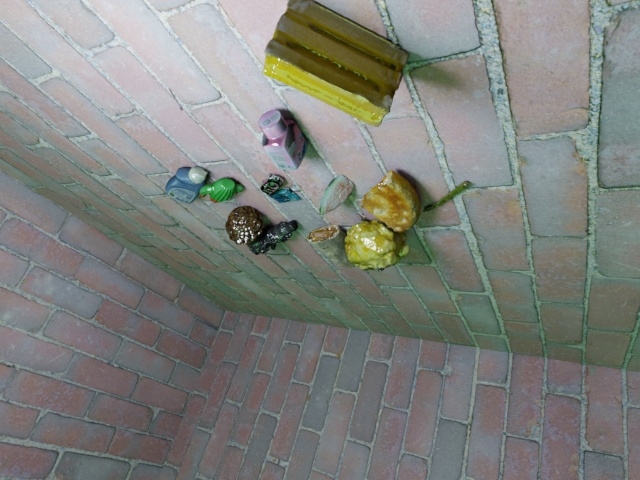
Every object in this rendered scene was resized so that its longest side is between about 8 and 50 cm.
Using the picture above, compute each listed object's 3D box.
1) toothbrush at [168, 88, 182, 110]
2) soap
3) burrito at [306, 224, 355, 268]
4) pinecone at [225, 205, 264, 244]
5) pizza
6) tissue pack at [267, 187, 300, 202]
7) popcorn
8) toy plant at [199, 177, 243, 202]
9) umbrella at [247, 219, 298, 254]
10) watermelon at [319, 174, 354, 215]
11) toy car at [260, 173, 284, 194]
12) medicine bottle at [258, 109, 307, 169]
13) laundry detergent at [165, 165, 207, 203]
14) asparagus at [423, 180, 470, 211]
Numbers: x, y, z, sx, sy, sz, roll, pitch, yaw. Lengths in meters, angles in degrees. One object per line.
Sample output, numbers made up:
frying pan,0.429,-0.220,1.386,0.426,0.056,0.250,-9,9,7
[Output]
toothbrush,-0.500,-0.484,1.451,0.006,0.008,0.097,-2,150,10
soap,0.038,-0.421,1.001,0.315,0.199,0.091,21,159,-9
burrito,0.074,0.027,1.962,0.143,0.105,0.299,-34,135,14
pinecone,-0.364,-0.067,2.011,0.179,0.184,0.204,37,163,1
pizza,0.255,-0.144,1.551,0.226,0.086,0.335,10,153,28
tissue pack,-0.162,-0.189,1.810,0.138,0.027,0.085,-2,149,43
popcorn,0.230,0.025,1.761,0.252,0.215,0.286,23,169,-16
toy plant,-0.452,-0.216,1.857,0.241,0.088,0.155,-11,171,36
umbrella,-0.224,-0.024,2.097,0.337,0.154,0.128,-25,103,30
watermelon,0.052,-0.174,1.620,0.094,0.081,0.180,43,114,-8
toy car,-0.201,-0.225,1.726,0.069,0.055,0.142,23,156,-19
medicine bottle,-0.125,-0.331,1.379,0.095,0.119,0.188,9,154,27
laundry detergent,-0.589,-0.260,1.884,0.143,0.094,0.290,32,149,-24
asparagus,0.440,-0.149,1.488,0.025,0.024,0.248,62,153,7
